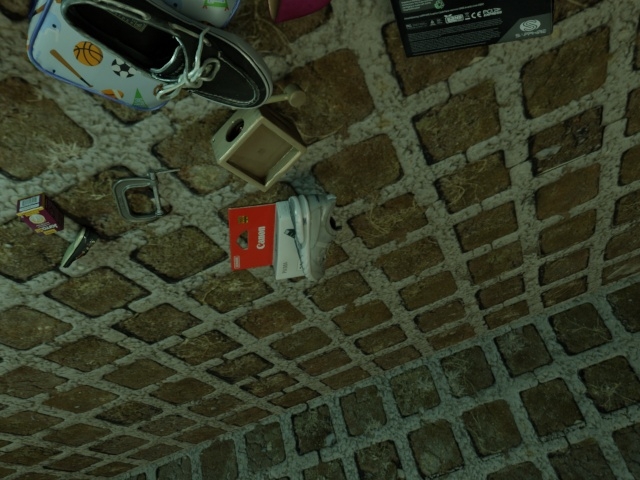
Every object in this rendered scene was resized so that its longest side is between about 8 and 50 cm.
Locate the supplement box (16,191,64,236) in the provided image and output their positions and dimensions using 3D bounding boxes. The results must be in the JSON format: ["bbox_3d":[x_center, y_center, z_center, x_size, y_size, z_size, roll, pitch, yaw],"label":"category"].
[{"bbox_3d":[-0.572,-0.053,1.085,0.055,0.043,0.083,-17,146,-2],"label":"supplement box"}]

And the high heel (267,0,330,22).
[{"bbox_3d":[-0.059,-0.444,0.672,0.181,0.127,0.377,-34,146,8],"label":"high heel"}]

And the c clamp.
[{"bbox_3d":[-0.370,-0.091,1.136,0.137,0.022,0.160,-4,143,-18],"label":"c clamp"}]

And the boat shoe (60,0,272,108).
[{"bbox_3d":[-0.190,-0.249,0.714,0.113,0.104,0.306,-34,138,28],"label":"boat shoe"}]

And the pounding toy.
[{"bbox_3d":[-0.112,-0.225,1.006,0.206,0.094,0.181,-43,134,19],"label":"pounding toy"}]

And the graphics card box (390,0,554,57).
[{"bbox_3d":[0.192,-0.439,0.723,0.233,0.094,0.371,-2,145,24],"label":"graphics card box"}]

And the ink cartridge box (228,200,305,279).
[{"bbox_3d":[-0.108,0.007,1.357,0.239,0.060,0.275,-9,145,-14],"label":"ink cartridge box"}]

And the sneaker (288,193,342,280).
[{"bbox_3d":[0.000,0.000,1.249,0.115,0.105,0.281,-13,145,-6],"label":"sneaker"}]

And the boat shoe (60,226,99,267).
[{"bbox_3d":[-0.546,0.022,1.197,0.042,0.048,0.133,26,123,-35],"label":"boat shoe"}]

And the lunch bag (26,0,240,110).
[{"bbox_3d":[-0.269,-0.340,0.752,0.243,0.114,0.303,19,133,-38],"label":"lunch bag"}]
